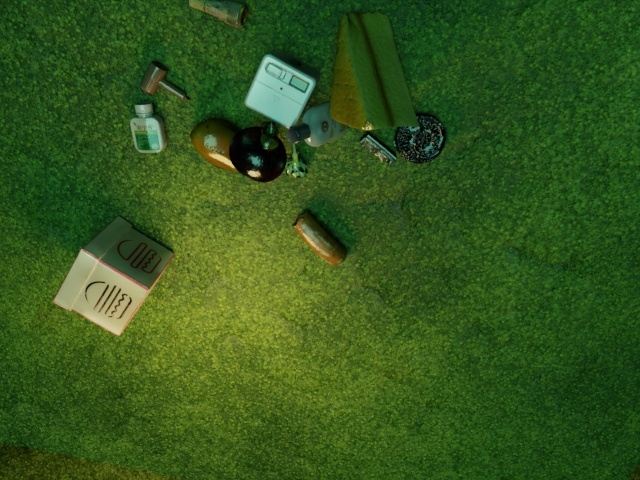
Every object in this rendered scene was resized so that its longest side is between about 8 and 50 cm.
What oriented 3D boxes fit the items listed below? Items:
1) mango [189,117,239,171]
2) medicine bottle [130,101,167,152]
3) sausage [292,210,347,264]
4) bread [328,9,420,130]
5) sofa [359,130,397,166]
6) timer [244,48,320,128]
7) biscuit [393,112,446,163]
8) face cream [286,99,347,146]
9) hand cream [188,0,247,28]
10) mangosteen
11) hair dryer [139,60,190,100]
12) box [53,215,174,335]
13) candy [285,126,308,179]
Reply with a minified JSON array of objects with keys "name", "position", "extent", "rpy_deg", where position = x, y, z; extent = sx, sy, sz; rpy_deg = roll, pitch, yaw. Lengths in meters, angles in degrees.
[{"name":"mango","position":[-0.369,-0.356,1.849],"extent":[0.166,0.136,0.236],"rpy_deg":[-36,116,13]},{"name":"medicine bottle","position":[-0.660,-0.432,1.876],"extent":[0.119,0.069,0.183],"rpy_deg":[2,115,7]},{"name":"sausage","position":[0.002,-0.001,2.004],"extent":[0.109,0.108,0.270],"rpy_deg":[-38,110,21]},{"name":"bread","position":[0.182,-0.565,1.612],"extent":[0.234,0.245,0.361],"rpy_deg":[-12,116,-31]},{"name":"sofa","position":[0.212,-0.337,1.828],"extent":[0.147,0.085,0.060],"rpy_deg":[37,111,-12]},{"name":"timer","position":[-0.128,-0.529,1.706],"extent":[0.193,0.195,0.194],"rpy_deg":[27,114,-8]},{"name":"biscuit","position":[0.368,-0.375,1.811],"extent":[0.195,0.053,0.194],"rpy_deg":[2,115,5]},{"name":"face cream","position":[-0.006,-0.403,1.712],"extent":[0.071,0.291,0.143],"rpy_deg":[15,121,35]},{"name":"hand cream","position":[-0.354,-0.791,1.673],"extent":[0.203,0.084,0.083],"rpy_deg":[19,116,4]},{"name":"mangosteen","position":[-0.218,-0.322,1.753],"extent":[0.216,0.216,0.216],"rpy_deg":[2,116,5]},{"name":"hair dryer","position":[-0.565,-0.563,1.810],"extent":[0.182,0.064,0.117],"rpy_deg":[32,115,-16]},{"name":"box","position":[-0.847,0.146,2.041],"extent":[0.300,0.312,0.314],"rpy_deg":[34,115,-12]},{"name":"candy","position":[-0.100,-0.321,1.789],"extent":[0.091,0.083,0.305],"rpy_deg":[29,160,16]}]
